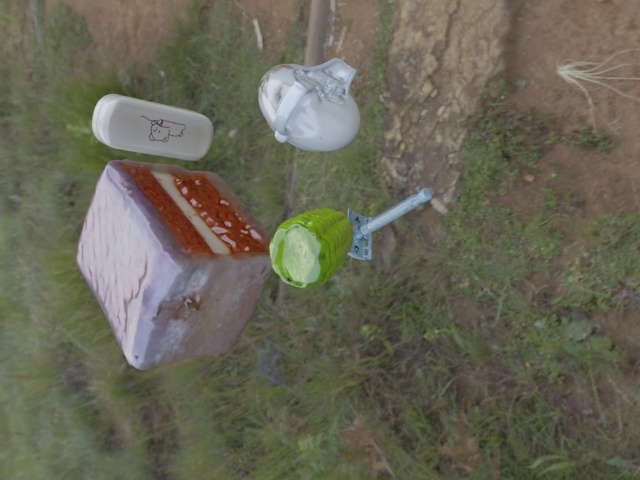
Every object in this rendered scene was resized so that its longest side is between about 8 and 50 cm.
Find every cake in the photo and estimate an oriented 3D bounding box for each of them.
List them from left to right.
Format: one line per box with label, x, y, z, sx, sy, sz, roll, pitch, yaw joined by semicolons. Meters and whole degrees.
cake;-0.252;0.028;1.094;0.309;0.237;0.230;50;121;34

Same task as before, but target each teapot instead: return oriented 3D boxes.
teapot;-0.017;-0.253;1.185;0.204;0.298;0.139;35;121;-2

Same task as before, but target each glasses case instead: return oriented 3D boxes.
glasses case;-0.266;-0.180;1.035;0.050;0.196;0.083;26;107;45

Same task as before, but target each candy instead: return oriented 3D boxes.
candy;0.000;0.000;0.900;0.096;0.209;0.097;4;103;17

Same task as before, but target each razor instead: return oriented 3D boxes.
razor;0.141;-0.047;1.313;0.232;0.068;0.106;-30;49;49
